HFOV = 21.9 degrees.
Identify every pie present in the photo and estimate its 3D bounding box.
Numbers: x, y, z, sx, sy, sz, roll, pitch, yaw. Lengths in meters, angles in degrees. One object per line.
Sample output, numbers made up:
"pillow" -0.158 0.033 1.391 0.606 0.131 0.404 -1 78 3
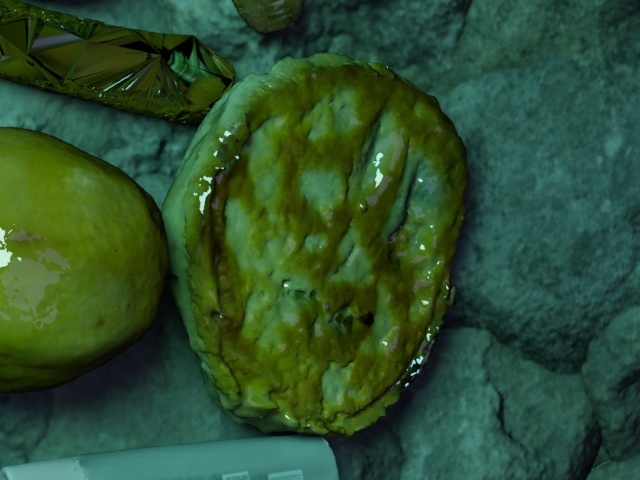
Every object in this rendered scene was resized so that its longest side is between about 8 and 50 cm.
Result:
"pie" 0.000 0.000 1.303 0.315 0.092 0.315 -11 108 -37

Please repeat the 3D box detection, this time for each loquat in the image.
"loquat" -0.206 0.011 1.145 0.234 0.176 0.187 7 59 -28

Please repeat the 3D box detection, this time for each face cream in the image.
"face cream" -0.117 0.209 1.285 0.269 0.073 0.107 -5 95 -28

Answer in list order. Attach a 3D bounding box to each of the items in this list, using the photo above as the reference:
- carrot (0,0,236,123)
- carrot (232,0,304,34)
"carrot" -0.173 -0.135 1.218 0.228 0.069 0.069 11 91 -29
"carrot" -0.079 -0.268 1.254 0.059 0.059 0.248 -34 109 -21
